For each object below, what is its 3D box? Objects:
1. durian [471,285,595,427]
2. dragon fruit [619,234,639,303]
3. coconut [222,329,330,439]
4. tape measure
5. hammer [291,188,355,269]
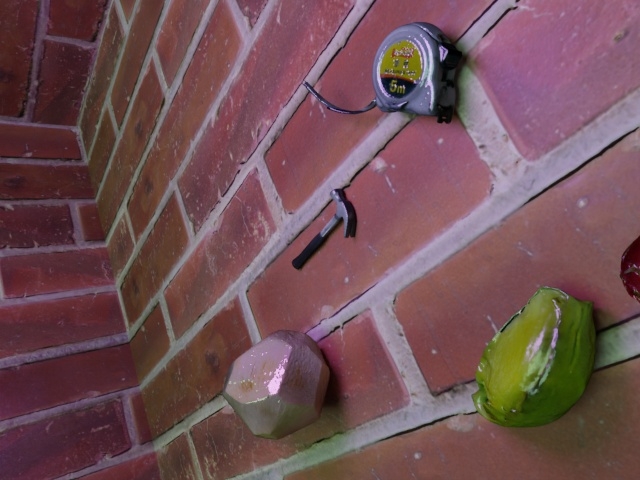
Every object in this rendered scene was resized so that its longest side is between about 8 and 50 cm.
[{"bbox_3d":[0.298,0.180,0.662,0.139,0.101,0.250,-95,20,-64],"label":"durian"},{"bbox_3d":[0.417,0.008,0.508,0.190,0.094,0.094,-40,64,39],"label":"dragon fruit"},{"bbox_3d":[-0.096,0.322,1.036,0.237,0.237,0.197,40,164,40],"label":"coconut"},{"bbox_3d":[0.103,-0.303,0.848,0.330,0.084,0.164,27,112,44],"label":"tape measure"},{"bbox_3d":[0.000,0.000,1.051,0.246,0.029,0.103,-50,56,42],"label":"hammer"}]
